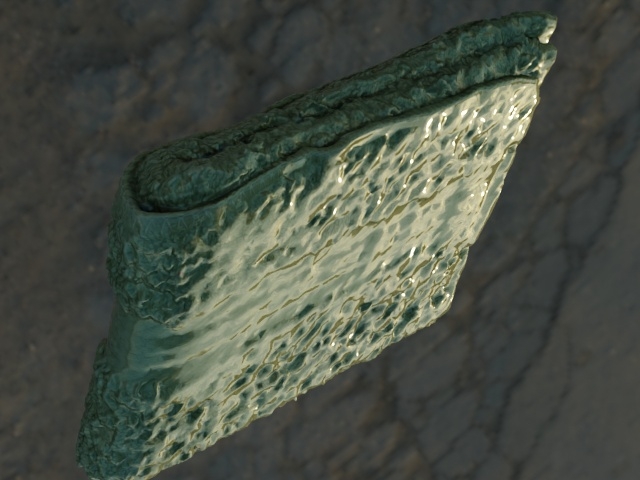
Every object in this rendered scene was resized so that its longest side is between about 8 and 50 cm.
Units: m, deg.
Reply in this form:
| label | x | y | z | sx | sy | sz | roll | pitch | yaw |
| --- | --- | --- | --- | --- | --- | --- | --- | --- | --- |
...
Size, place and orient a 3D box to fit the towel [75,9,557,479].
| label | x | y | z | sx | sy | sz | roll | pitch | yaw |
| --- | --- | --- | --- | --- | --- | --- | --- | --- | --- |
| towel | 0.000 | 0.000 | 0.410 | 0.148 | 0.027 | 0.110 | -28 | 147 | -38 |
